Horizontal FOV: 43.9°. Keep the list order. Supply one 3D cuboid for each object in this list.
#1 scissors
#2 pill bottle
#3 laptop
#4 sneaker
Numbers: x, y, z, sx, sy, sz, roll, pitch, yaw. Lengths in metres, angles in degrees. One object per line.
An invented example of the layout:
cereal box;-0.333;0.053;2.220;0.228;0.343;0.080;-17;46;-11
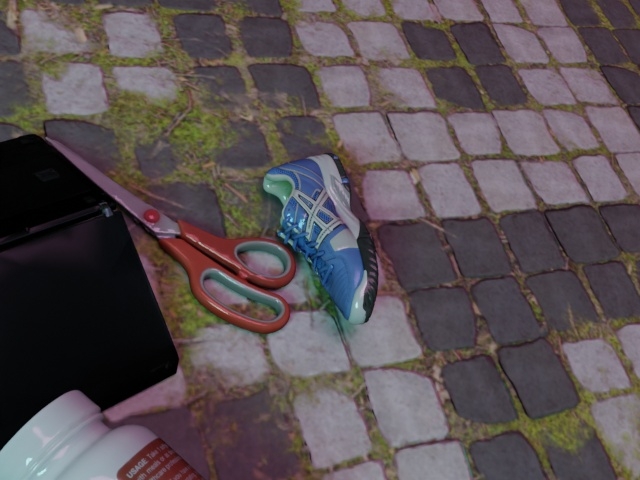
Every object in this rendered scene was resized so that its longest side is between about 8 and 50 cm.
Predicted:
scissors;-0.156;-0.006;0.778;0.297;0.021;0.109;27;53;-6
pill bottle;-0.130;0.213;0.572;0.216;0.121;0.121;41;51;8
laptop;-0.293;0.042;0.693;0.234;0.136;0.264;-24;44;-35
sneaker;0.000;0.000;0.814;0.081;0.080;0.211;-6;50;-19
